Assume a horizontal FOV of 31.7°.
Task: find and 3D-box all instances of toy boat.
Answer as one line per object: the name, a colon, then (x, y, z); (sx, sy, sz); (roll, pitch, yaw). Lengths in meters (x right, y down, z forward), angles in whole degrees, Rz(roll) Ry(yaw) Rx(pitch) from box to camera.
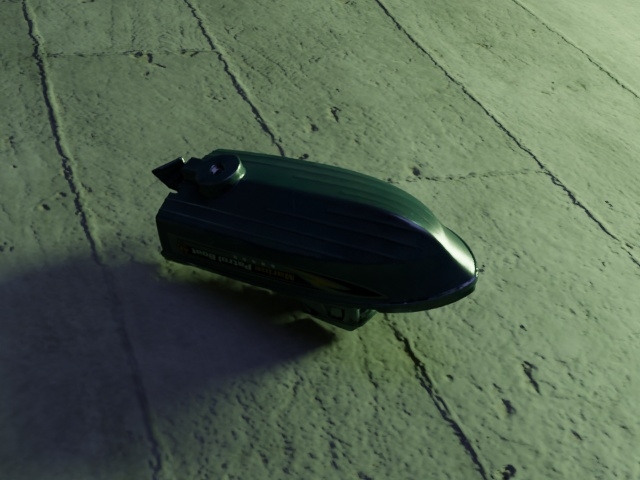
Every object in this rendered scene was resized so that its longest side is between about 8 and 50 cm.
toy boat: (0.000, 0.002, 0.933); (0.296, 0.122, 0.114); (16, 53, 33)
